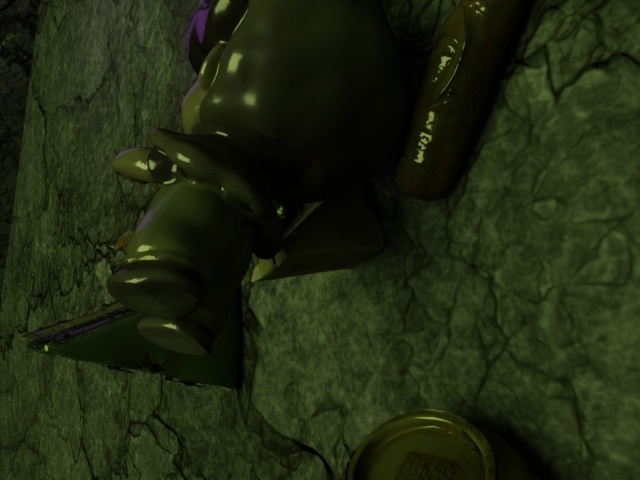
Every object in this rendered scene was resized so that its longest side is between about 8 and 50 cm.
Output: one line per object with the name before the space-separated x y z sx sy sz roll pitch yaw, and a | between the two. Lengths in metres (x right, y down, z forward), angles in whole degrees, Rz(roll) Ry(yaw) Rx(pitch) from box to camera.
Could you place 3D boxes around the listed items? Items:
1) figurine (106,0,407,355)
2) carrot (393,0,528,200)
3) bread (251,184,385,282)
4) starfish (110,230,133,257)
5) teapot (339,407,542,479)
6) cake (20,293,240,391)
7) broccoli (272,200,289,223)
figurine | -0.049 -0.093 0.479 0.203 0.248 0.381 5 57 35
carrot | 0.143 -0.196 0.483 0.070 0.070 0.342 40 117 44
bread | -0.013 -0.018 0.601 0.077 0.152 0.105 -39 64 41
starfish | -0.354 0.092 1.077 0.299 0.060 0.302 -41 59 39
teapot | 0.113 0.250 0.450 0.269 0.173 0.183 -1 121 35
cake | -0.264 0.109 0.812 0.158 0.283 0.172 -7 66 50
broccoli | -0.123 -0.056 0.727 0.167 0.160 0.155 37 117 24
